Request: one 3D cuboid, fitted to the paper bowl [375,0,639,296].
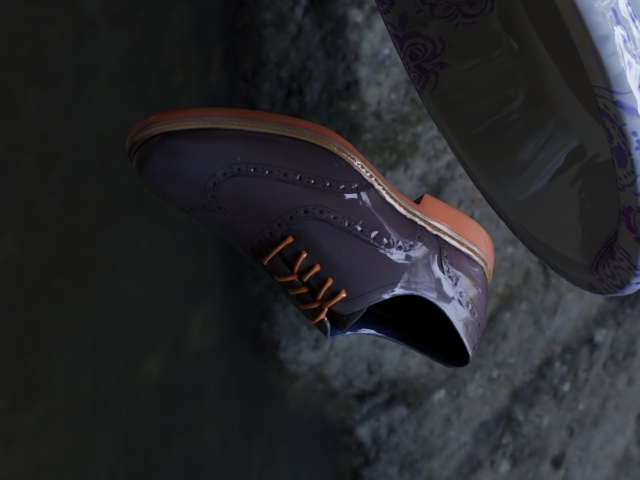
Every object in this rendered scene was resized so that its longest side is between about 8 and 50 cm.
[{"bbox_3d":[0.135,-0.126,0.617,0.148,0.284,0.284,-27,152,-7],"label":"paper bowl"}]

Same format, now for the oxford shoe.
[{"bbox_3d":[0.000,0.000,0.795,0.097,0.271,0.098,-43,-148,46],"label":"oxford shoe"}]
